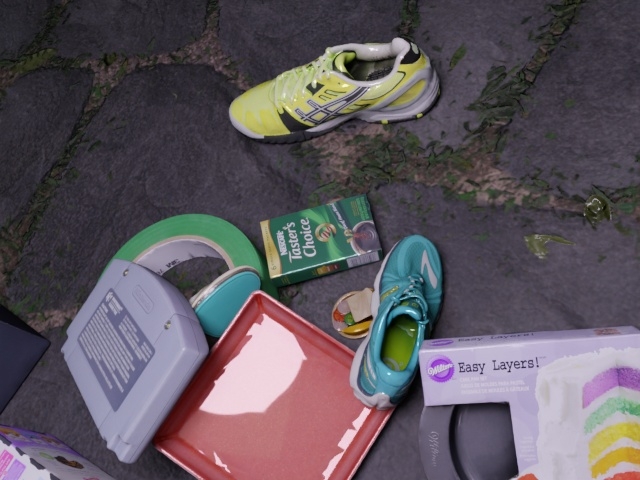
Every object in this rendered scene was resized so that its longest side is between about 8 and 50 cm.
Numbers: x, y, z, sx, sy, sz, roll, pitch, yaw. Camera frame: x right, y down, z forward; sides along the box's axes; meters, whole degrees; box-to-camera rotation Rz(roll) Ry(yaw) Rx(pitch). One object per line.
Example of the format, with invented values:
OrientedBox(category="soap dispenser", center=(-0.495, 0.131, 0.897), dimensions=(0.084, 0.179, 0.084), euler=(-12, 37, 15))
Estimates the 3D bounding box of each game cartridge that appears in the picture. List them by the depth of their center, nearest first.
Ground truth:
OrientedBox(category="game cartridge", center=(-0.271, 0.147, 0.886), dimensions=(0.198, 0.062, 0.297), euler=(-53, 41, -2))

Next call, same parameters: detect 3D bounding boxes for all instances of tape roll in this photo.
OrientedBox(category="tape roll", center=(-0.229, 0.114, 1.023), dimensions=(0.322, 0.077, 0.321), euler=(-8, 62, 16))

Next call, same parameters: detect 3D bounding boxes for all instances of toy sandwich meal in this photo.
OrientedBox(category="toy sandwich meal", center=(0.055, 0.110, 0.947), dimensions=(0.086, 0.029, 0.085), euler=(-8, 62, 16))

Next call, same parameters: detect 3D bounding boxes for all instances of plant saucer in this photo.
OrientedBox(category="plant saucer", center=(-0.058, 0.245, 0.871), dimensions=(0.259, 0.047, 0.259), euler=(33, 78, 8))

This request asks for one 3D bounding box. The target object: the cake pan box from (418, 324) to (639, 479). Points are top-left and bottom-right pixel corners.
OrientedBox(category="cake pan box", center=(0.253, 0.234, 0.735), dimensions=(0.267, 0.070, 0.245), euler=(-6, 88, 16))

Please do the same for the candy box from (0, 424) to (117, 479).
OrientedBox(category="candy box", center=(-0.407, 0.352, 0.917), dimensions=(0.196, 0.165, 0.070), euler=(20, 74, 28))

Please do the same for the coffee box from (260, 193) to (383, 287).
OrientedBox(category="coffee box", center=(0.000, 0.000, 1.003), dimensions=(0.184, 0.040, 0.113), euler=(-14, 61, 4))

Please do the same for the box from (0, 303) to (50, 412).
OrientedBox(category="box", center=(-0.723, 0.232, 1.086), dimensions=(0.313, 0.179, 0.343), euler=(25, 76, 30))

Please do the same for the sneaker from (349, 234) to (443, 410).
OrientedBox(category="sneaker", center=(0.123, 0.101, 0.857), dimensions=(0.107, 0.110, 0.275), euler=(19, 55, 0))

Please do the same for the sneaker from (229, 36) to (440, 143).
OrientedBox(category="sneaker", center=(0.008, -0.278, 1.090), dimensions=(0.385, 0.147, 0.145), euler=(-10, 64, 17))

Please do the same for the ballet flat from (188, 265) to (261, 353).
OrientedBox(category="ballet flat", center=(-0.187, 0.131, 0.914), dimensions=(0.086, 0.086, 0.248), euler=(32, 80, 30))
